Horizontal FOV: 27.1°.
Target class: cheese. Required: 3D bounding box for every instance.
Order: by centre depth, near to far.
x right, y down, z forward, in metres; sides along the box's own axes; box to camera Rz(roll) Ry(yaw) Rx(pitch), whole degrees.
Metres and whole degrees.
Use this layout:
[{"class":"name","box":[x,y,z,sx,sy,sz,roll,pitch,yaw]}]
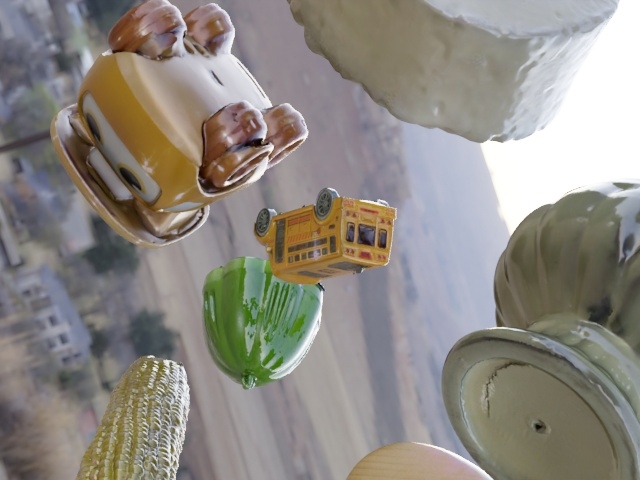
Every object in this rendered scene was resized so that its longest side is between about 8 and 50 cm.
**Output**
[{"class":"cheese","box":[0.122,-0.259,1.340,0.332,0.292,0.153,43,-48,23]}]

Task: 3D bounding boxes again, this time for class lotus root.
[{"class":"lotus root","box":[-0.091,0.140,1.866,0.186,0.186,0.186,-18,90,-85]}]

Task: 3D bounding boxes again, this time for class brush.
[{"class":"brush","box":[0.162,0.376,1.740,0.166,0.267,0.174,51,53,-38]}]

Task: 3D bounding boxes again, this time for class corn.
[{"class":"corn","box":[-0.168,0.186,1.219,0.288,0.086,0.086,-87,159,-69]}]

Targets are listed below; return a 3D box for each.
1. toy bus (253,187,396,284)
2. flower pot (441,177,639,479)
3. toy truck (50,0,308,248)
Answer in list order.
[{"class":"toy bus","box":[0.000,0.000,1.261,0.162,0.070,0.074,-15,-111,56]},{"class":"flower pot","box":[0.266,0.117,1.245,0.307,0.244,0.307,30,-41,30]},{"class":"toy truck","box":[-0.154,-0.127,1.449,0.204,0.212,0.288,53,21,4]}]
